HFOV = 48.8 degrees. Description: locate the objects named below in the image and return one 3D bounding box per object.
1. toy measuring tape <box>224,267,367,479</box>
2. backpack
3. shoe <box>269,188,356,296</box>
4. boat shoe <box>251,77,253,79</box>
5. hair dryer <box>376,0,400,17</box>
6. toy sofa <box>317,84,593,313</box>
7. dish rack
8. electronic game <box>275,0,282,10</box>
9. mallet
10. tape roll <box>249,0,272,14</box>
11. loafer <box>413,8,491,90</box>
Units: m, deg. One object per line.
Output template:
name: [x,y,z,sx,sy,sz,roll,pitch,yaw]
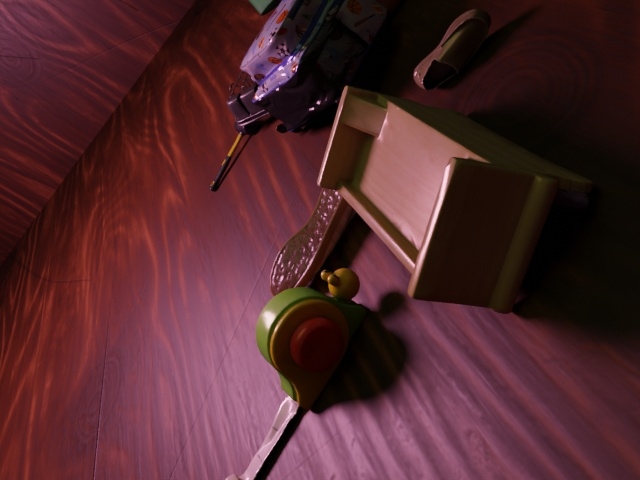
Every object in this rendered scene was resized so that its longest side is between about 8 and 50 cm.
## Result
toy measuring tape: [-0.058,0.170,0.899,0.330,0.121,0.121,-57,28,-3]
backpack: [-0.005,-0.359,1.309,0.263,0.213,0.276,-55,23,-22]
shoe: [0.000,0.000,1.065,0.076,0.058,0.219,33,92,42]
boat shoe: [-0.138,-0.442,1.765,0.142,0.040,0.049,-15,48,51]
hair dryer: [0.190,-0.542,1.307,0.293,0.080,0.224,-48,36,29]
toy sofa: [0.138,-0.063,0.841,0.362,0.177,0.150,-126,48,-61]
dish rack: [-0.100,-0.396,1.596,0.208,0.074,0.271,-18,40,32]
electronic game: [0.010,-0.487,1.437,0.229,0.229,0.048,-33,79,36]
mallet: [-0.201,-0.198,1.614,0.062,0.039,0.190,7,71,57]
tape roll: [-0.023,-0.590,1.427,0.321,0.077,0.321,-38,13,11]
loafer: [0.198,-0.276,1.047,0.148,0.056,0.050,-48,27,34]
